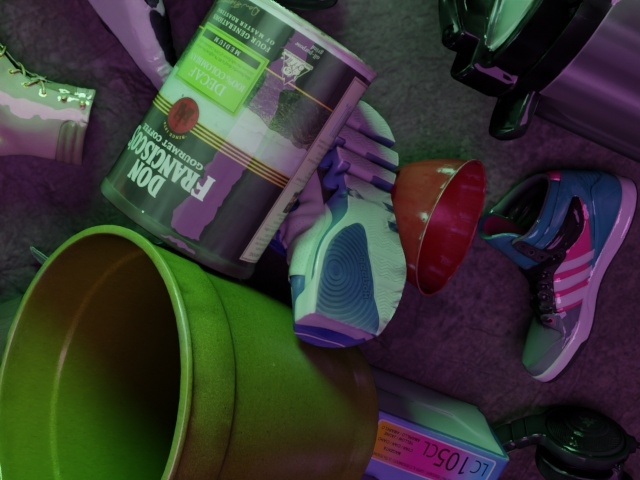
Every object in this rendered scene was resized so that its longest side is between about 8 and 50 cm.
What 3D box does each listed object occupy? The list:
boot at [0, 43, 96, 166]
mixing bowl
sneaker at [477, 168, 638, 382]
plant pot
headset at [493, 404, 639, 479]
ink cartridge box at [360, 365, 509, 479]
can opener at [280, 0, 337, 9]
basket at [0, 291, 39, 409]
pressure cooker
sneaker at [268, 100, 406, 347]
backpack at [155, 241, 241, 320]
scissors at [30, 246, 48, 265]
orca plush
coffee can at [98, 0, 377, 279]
[{"bbox_3d":[-0.350,-0.194,1.262,0.165,0.077,0.213,6,114,-8],"label":"boot"},{"bbox_3d":[0.126,-0.030,1.344,0.098,0.181,0.181,22,111,26],"label":"mixing bowl"},{"bbox_3d":[0.282,0.035,1.389,0.178,0.124,0.296,15,100,-17],"label":"sneaker"},{"bbox_3d":[-0.130,0.193,1.235,0.353,0.366,0.366,14,111,-43],"label":"plant pot"},{"bbox_3d":[0.392,0.355,1.489,0.394,0.185,0.243,-19,112,13],"label":"headset"},{"bbox_3d":[0.043,0.385,1.483,0.270,0.151,0.395,22,108,-14],"label":"ink cartridge box"},{"bbox_3d":[-0.067,-0.319,1.259,0.186,0.073,0.059,11,117,-1],"label":"can opener"},{"bbox_3d":[-0.456,0.185,1.353,0.226,0.154,0.204,-11,101,2],"label":"basket"},{"bbox_3d":[0.339,-0.290,1.140,0.420,0.370,0.375,22,135,-11],"label":"pressure cooker"},{"bbox_3d":[0.000,-0.001,1.282,0.127,0.316,0.182,26,141,-28],"label":"sneaker"},{"bbox_3d":[-0.159,0.042,1.365,0.114,0.084,0.105,-9,111,2],"label":"backpack"},{"bbox_3d":[-0.264,0.107,1.415,0.109,0.021,0.297,-27,110,6],"label":"scissors"},{"bbox_3d":[-0.200,-0.293,1.231,0.102,0.151,0.287,-52,121,-26],"label":"orca plush"},{"bbox_3d":[-0.092,-0.125,1.197,0.201,0.201,0.275,31,96,-16],"label":"coffee can"}]
